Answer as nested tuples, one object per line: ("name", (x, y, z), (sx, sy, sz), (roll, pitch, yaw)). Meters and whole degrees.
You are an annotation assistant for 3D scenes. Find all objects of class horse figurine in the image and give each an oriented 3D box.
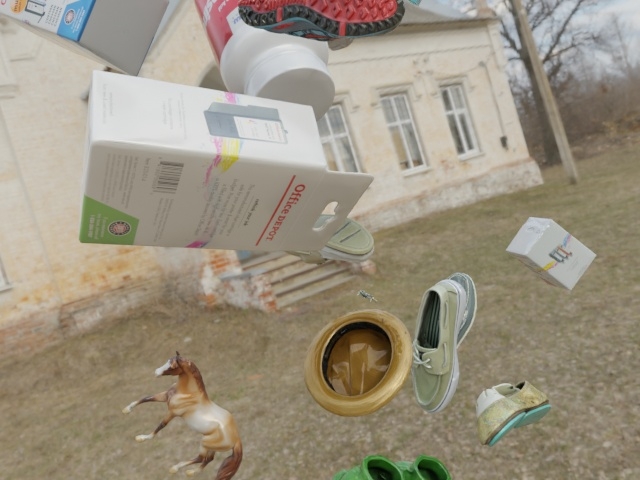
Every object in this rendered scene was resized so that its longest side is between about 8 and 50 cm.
("horse figurine", (-0.222, 0.327, 0.976), (0.174, 0.263, 0.066), (-37, 11, 9))

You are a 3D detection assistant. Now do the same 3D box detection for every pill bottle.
("pill bottle", (-0.119, -0.430, 1.172), (0.229, 0.407, 0.229), (-17, -29, -10))

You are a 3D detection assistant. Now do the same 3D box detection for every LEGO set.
("LEGO set", (0.139, 0.161, 1.641), (0.023, 0.054, 0.083), (-58, -27, 13))

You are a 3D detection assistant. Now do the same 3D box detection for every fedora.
("fedora", (0.068, 0.205, 0.899), (0.194, 0.079, 0.194), (-15, 43, 14))

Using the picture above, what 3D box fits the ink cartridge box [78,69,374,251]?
("ink cartridge box", (-0.130, -0.088, 0.757), (0.354, 0.119, 0.207), (4, -35, -25))

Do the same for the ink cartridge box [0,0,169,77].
("ink cartridge box", (-0.454, -0.450, 1.063), (0.233, 0.171, 0.168), (25, 3, 22))

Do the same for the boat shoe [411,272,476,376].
("boat shoe", (0.317, 0.217, 1.444), (0.116, 0.319, 0.099), (16, -19, 34))

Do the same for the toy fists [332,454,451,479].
("toy fists", (0.142, 0.520, 1.178), (0.279, 0.096, 0.142), (17, -60, -38))

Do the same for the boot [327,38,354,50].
("boot", (0.075, -0.653, 1.651), (0.123, 0.095, 0.258), (24, -19, -30))

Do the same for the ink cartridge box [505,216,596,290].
("ink cartridge box", (0.652, 0.034, 1.586), (0.127, 0.176, 0.128), (-53, 8, 0))

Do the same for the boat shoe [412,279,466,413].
("boat shoe", (0.238, 0.231, 1.202), (0.094, 0.302, 0.109), (-2, 11, -43))

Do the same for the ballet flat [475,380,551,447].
("ballet flat", (0.435, 0.398, 1.317), (0.123, 0.123, 0.349), (-15, -13, 39))

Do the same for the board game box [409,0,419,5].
("board game box", (0.178, -0.828, 1.490), (0.253, 0.336, 0.079), (-61, -3, 23))

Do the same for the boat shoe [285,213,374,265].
("boat shoe", (0.000, 0.000, 1.328), (0.302, 0.103, 0.113), (21, 40, 36))

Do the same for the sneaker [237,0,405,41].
("sneaker", (0.013, -0.348, 0.820), (0.262, 0.104, 0.125), (17, 14, 27))
